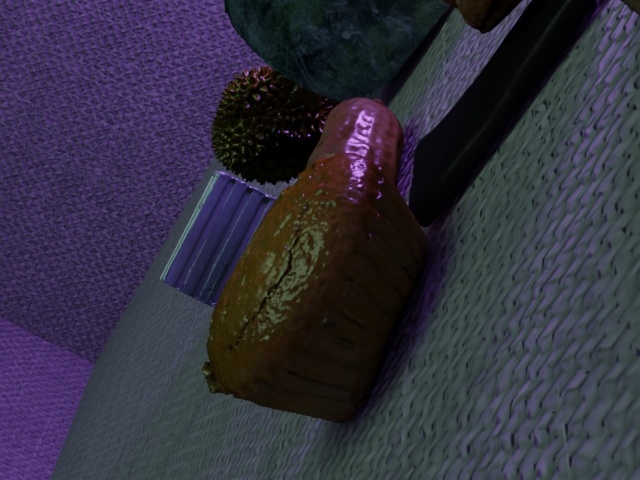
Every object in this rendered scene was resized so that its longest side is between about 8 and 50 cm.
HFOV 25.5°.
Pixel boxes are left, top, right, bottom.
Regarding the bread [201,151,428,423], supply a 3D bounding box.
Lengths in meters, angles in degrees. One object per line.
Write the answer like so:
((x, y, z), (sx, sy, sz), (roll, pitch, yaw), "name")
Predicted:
((0.000, 0.040, 1.217), (0.240, 0.139, 0.240), (-59, 11, 18), "bread")

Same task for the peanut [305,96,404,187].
((0.035, -0.083, 1.497), (0.108, 0.095, 0.226), (-59, 9, 33), "peanut")

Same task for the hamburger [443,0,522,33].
((0.161, -0.281, 1.237), (0.191, 0.118, 0.182), (-46, -3, -19), "hamburger")

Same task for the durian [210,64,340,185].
((-0.051, -0.167, 1.991), (0.237, 0.193, 0.137), (112, 154, -46), "durian")

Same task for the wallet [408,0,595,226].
((0.158, -0.142, 1.224), (0.285, 0.030, 0.146), (-56, 13, 33), "wallet")

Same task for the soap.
((-0.157, -0.001, 2.197), (0.198, 0.114, 0.063), (-62, 10, -4), "soap")

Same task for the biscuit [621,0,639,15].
((0.207, -0.166, 0.861), (0.054, 0.094, 0.378), (-59, 10, 17), "biscuit")

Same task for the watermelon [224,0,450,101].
((0.045, -0.329, 1.826), (0.258, 0.387, 0.228), (-19, -53, -40), "watermelon")
